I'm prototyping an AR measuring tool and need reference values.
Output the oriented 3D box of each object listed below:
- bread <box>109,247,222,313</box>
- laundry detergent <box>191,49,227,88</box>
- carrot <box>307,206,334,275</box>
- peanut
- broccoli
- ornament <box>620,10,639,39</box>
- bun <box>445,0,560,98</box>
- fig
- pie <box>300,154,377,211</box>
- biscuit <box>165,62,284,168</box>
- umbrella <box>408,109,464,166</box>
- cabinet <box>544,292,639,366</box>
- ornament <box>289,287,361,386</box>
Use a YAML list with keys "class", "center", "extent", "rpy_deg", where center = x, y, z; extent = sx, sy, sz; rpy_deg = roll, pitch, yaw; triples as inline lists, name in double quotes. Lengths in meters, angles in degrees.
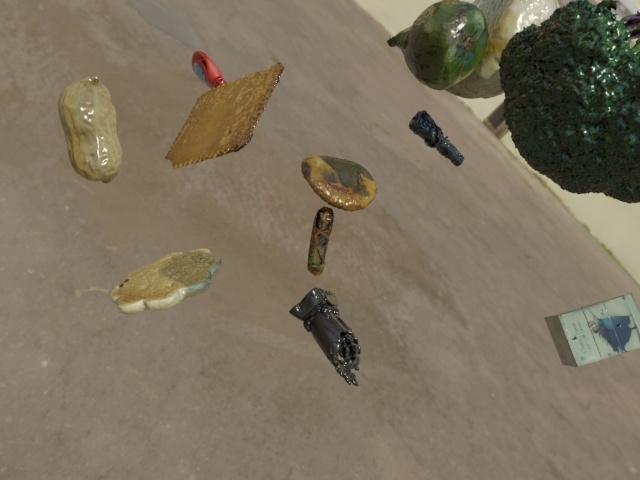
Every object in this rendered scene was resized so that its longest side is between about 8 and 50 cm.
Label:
- class: "bread"
  center: [-0.417, 0.110, 1.566]
  extent: [0.316, 0.316, 0.054]
  rpy_deg: [-74, 152, -64]
- class: "laundry detergent"
  center: [-0.304, -0.465, 1.586]
  extent: [0.165, 0.049, 0.097]
  rpy_deg: [45, -25, 41]
- class: "carrot"
  center: [0.000, 0.000, 1.832]
  extent: [0.069, 0.069, 0.228]
  rpy_deg: [29, 59, -33]
- class: "peanut"
  center: [-0.621, -0.299, 1.529]
  extent: [0.159, 0.143, 0.291]
  rpy_deg: [7, 73, -76]
- class: "broccoli"
  center: [0.385, -0.205, 0.775]
  extent: [0.297, 0.297, 0.297]
  rpy_deg: [46, -7, 7]
- class: "ornament"
  center: [0.668, -0.435, 1.192]
  extent: [0.203, 0.081, 0.088]
  rpy_deg: [10, 1, 42]
- class: "bun"
  center: [0.480, -0.525, 1.555]
  extent: [0.219, 0.365, 0.365]
  rpy_deg: [36, 25, -21]
- class: "fig"
  center: [0.252, -0.464, 1.314]
  extent: [0.235, 0.203, 0.203]
  rpy_deg: [37, 16, 32]
- class: "pie"
  center: [0.057, -0.197, 1.889]
  extent: [0.274, 0.069, 0.273]
  rpy_deg: [15, 41, -14]
- class: "biscuit"
  center: [-0.187, -0.230, 1.072]
  extent: [0.013, 0.237, 0.232]
  rpy_deg: [47, 49, -38]
- class: "umbrella"
  center: [0.362, -0.300, 1.739]
  extent: [0.224, 0.080, 0.071]
  rpy_deg: [37, -14, -29]
- class: "cabinet"
  center: [0.761, 0.247, 1.577]
  extent: [0.150, 0.206, 0.145]
  rpy_deg: [53, 20, -77]
- class: "ornament"
  center: [0.047, 0.262, 1.522]
  extent: [0.260, 0.106, 0.251]
  rpy_deg: [53, 8, 16]
